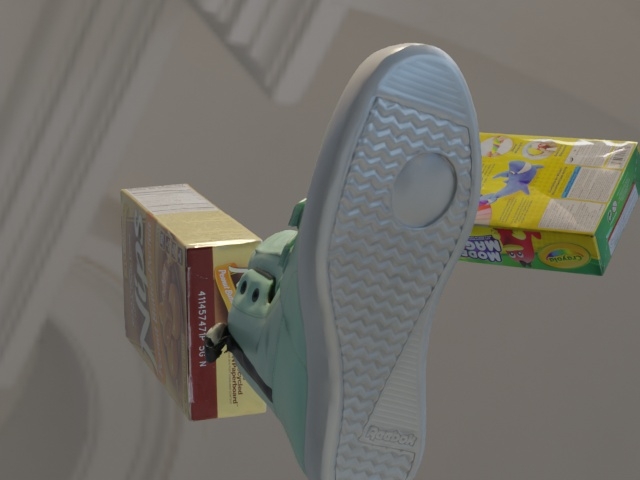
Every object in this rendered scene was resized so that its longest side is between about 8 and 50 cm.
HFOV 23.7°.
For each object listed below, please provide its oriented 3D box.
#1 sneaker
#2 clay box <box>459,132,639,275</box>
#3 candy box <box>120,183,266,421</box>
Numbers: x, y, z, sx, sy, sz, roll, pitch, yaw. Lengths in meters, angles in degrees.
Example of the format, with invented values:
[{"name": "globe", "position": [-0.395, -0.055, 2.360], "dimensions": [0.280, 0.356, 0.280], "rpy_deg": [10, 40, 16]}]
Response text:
[{"name": "sneaker", "position": [0.000, 0.000, 0.800], "dimensions": [0.151, 0.094, 0.256], "rpy_deg": [44, -47, 50]}, {"name": "clay box", "position": [0.163, -0.037, 1.359], "dimensions": [0.222, 0.053, 0.127], "rpy_deg": [6, -135, 31]}, {"name": "candy box", "position": [-0.142, 0.057, 1.634], "dimensions": [0.316, 0.087, 0.183], "rpy_deg": [-148, -124, -67]}]
